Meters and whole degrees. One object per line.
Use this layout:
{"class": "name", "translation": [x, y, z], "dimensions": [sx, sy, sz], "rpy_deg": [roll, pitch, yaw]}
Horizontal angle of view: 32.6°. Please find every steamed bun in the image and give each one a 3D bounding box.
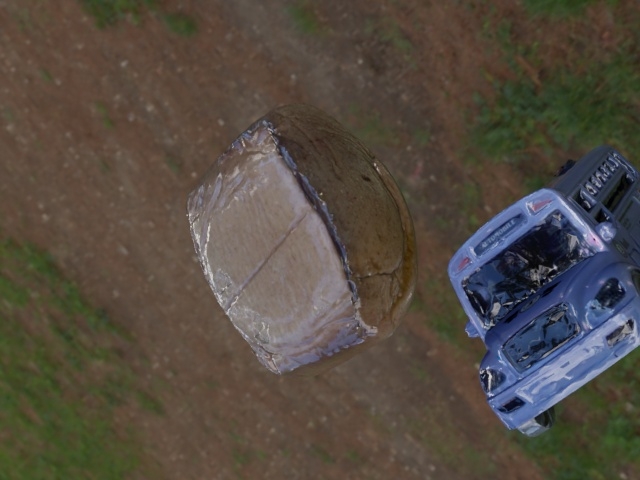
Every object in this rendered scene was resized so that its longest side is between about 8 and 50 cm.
{"class": "steamed bun", "translation": [0.000, 0.000, 1.313], "dimensions": [0.251, 0.199, 0.301], "rpy_deg": [-39, 72, 40]}

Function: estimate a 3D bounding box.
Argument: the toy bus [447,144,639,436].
{"class": "toy bus", "translation": [0.182, 0.021, 0.785], "dimensions": [0.125, 0.292, 0.133], "rpy_deg": [-41, 86, 27]}
